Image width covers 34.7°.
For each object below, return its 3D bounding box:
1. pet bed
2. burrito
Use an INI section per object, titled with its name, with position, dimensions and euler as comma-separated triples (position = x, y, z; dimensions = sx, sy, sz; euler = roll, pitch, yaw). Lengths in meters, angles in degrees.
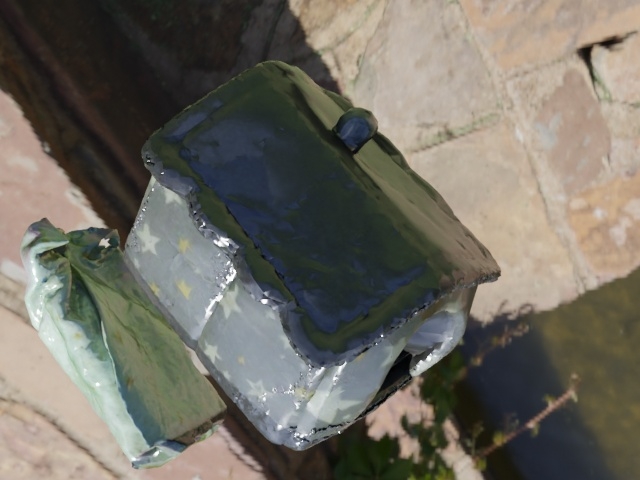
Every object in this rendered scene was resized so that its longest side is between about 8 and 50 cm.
[pet bed]
position = 0.000, 0.000, 0.677
dimensions = 0.211, 0.183, 0.159
euler = 48, 136, 19
[burrito]
position = -0.179, 0.088, 0.888
dimensions = 0.089, 0.144, 0.229
euler = -36, 83, 14
